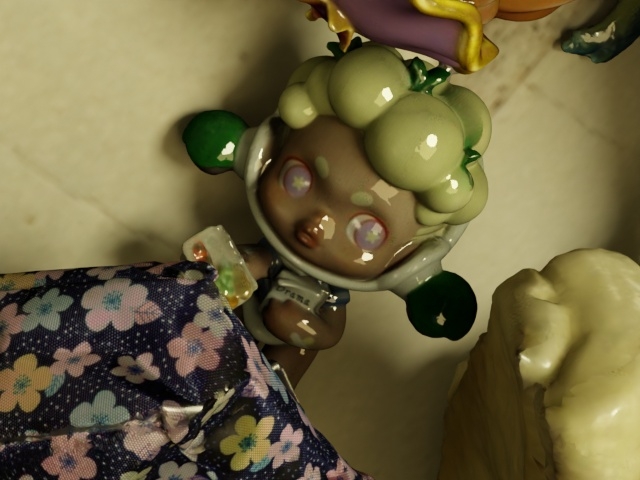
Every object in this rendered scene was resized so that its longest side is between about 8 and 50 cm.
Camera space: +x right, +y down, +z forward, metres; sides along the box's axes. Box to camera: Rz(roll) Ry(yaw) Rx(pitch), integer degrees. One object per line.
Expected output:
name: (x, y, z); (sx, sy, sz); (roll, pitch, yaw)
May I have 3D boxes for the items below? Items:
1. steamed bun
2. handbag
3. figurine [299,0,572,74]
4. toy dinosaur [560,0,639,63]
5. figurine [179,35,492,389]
steamed bun: (0.144, 0.127, 0.918); (0.189, 0.247, 0.428); (-9, 137, -9)
handbag: (-0.088, 0.097, 0.802); (0.228, 0.127, 0.208); (-10, 141, 22)
figurine: (0.093, -0.172, 0.742); (0.263, 0.189, 0.142); (-39, 110, 11)
toy dinosaur: (0.234, -0.223, 0.858); (0.363, 0.076, 0.147); (-38, 140, 0)
figurine: (0.000, 0.000, 0.829); (0.197, 0.147, 0.093); (-57, 171, 18)
